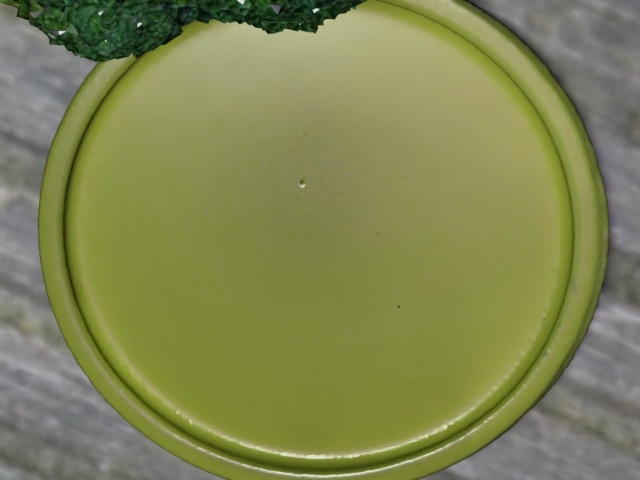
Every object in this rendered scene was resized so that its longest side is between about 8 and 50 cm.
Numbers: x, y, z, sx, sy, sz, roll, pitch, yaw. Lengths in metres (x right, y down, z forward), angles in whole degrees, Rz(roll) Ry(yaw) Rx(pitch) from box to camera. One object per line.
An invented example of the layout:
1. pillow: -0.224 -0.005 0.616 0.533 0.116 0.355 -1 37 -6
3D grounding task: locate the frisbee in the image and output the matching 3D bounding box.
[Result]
1. frisbee: 0.000 0.000 0.673 0.236 0.017 0.235 1 111 3

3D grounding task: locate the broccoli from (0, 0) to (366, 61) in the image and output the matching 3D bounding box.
1. broccoli: -0.065 -0.190 0.511 0.270 0.270 0.269 16 114 30
